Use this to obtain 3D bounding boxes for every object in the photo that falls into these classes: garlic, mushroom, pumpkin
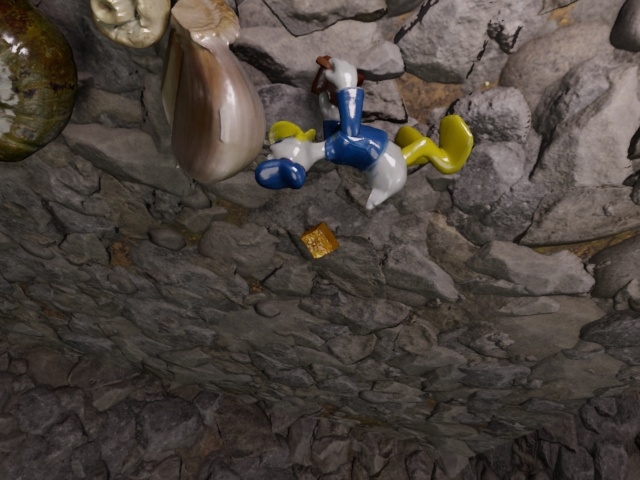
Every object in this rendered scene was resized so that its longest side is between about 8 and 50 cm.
[{"bbox_3d":[-0.194,-0.237,0.772,0.132,0.279,0.324,-13,138,-26],"label":"garlic"},{"bbox_3d":[-0.313,-0.388,0.703,0.148,0.112,0.147,14,140,12],"label":"mushroom"},{"bbox_3d":[0.000,0.000,1.131,0.074,0.054,0.083,-25,107,31],"label":"pumpkin"},{"bbox_3d":[-0.574,-0.327,0.800,0.232,0.242,0.324,-25,130,-3],"label":"pumpkin"}]

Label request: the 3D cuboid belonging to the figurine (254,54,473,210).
[{"bbox_3d":[0.038,-0.183,0.744,0.283,0.339,0.205,66,159,-4],"label":"figurine"}]
